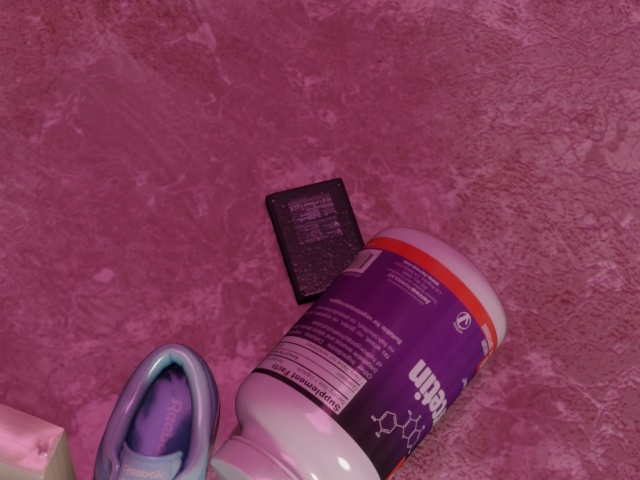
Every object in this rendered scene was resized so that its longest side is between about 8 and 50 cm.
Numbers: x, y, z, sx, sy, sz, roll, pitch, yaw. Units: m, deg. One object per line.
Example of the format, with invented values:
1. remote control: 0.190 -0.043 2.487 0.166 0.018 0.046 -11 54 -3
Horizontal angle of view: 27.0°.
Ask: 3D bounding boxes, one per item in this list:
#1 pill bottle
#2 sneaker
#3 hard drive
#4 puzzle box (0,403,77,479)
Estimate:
1. pill bottle: 0.038 0.150 1.388 0.181 0.181 0.323 38 68 10
2. sneaker: -0.185 0.270 1.321 0.135 0.150 0.366 4 64 5
3. hard drive: 0.000 0.000 1.534 0.094 0.022 0.135 -14 69 -12
4. puzzle box: -0.432 0.164 1.277 0.409 0.272 0.052 21 66 2
